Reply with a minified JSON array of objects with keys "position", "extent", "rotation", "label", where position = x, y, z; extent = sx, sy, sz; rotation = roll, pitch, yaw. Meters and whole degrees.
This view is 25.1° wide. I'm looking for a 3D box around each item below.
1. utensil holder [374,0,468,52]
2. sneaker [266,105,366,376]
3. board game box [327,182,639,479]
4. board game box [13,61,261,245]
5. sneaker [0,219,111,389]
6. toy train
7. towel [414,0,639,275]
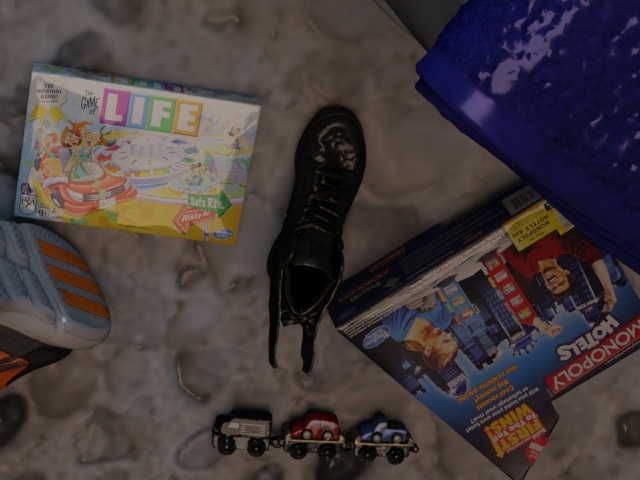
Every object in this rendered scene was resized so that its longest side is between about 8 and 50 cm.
[{"position":[0.181,-0.201,0.771],"extent":[0.327,0.385,0.328],"rotation":[-3,111,-7],"label":"utensil holder"},{"position":[-0.002,-0.001,0.987],"extent":[0.051,0.089,0.170],"rotation":[14,110,-13],"label":"sneaker"},{"position":[0.136,0.073,1.053],"extent":[0.194,0.060,0.194],"rotation":[-31,114,5],"label":"board game box"},{"position":[-0.125,-0.058,0.980],"extent":[0.154,0.026,0.103],"rotation":[7,110,-11],"label":"board game box"},{"position":[-0.280,0.051,0.889],"extent":[0.180,0.125,0.321],"rotation":[-34,149,13],"label":"sneaker"},{"position":[-0.003,0.145,1.082],"extent":[0.158,0.027,0.036],"rotation":[5,101,-9],"label":"toy train"},{"position":[0.207,-0.118,0.566],"extent":[0.227,0.076,0.308],"rotation":[35,103,-26],"label":"towel"}]
